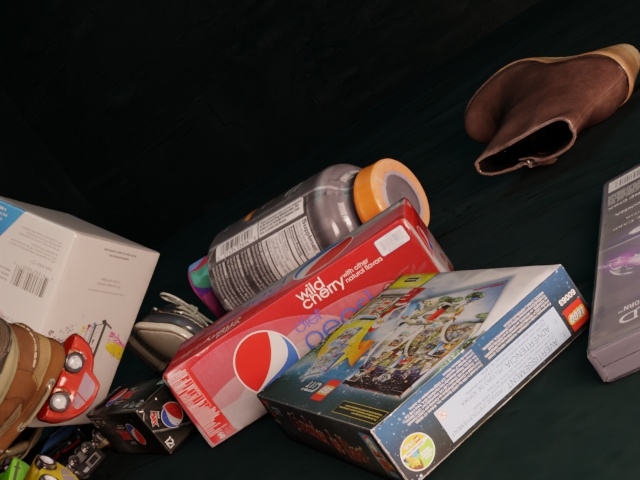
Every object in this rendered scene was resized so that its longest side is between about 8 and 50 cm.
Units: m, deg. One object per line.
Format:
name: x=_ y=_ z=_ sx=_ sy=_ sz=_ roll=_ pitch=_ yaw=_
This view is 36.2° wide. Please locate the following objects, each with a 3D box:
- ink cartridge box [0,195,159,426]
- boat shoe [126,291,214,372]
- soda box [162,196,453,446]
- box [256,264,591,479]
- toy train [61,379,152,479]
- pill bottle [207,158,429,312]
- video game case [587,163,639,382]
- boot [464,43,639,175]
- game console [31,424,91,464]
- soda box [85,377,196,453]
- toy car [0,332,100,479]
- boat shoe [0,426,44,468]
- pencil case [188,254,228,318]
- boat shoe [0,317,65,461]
ink cartridge box: x=-0.340 y=0.086 z=1.183 sx=0.168 sy=0.171 sz=0.233 roll=19 pitch=-89 yaw=-63
boat shoe: x=-0.190 y=0.120 z=1.279 sx=0.079 sy=0.095 sz=0.254 roll=-52 pitch=6 yaw=-22
soda box: x=-0.010 y=0.072 z=0.876 sx=0.263 sy=0.083 sz=0.092 roll=-33 pitch=9 yaw=12
box: x=0.059 y=0.084 z=0.679 sx=0.159 sy=0.044 sz=0.233 roll=-38 pitch=9 yaw=-18
toy train: x=-0.232 y=0.215 z=1.110 sx=0.027 sy=0.036 sz=0.158 roll=-39 pitch=7 yaw=44
pill bottle: x=0.000 y=0.000 z=1.059 sx=0.245 sy=0.130 sz=0.130 roll=-28 pitch=12 yaw=38
video game case: x=0.257 y=-0.028 z=0.591 sx=0.196 sy=0.026 sz=0.274 roll=-31 pitch=11 yaw=27
boot: x=0.213 y=-0.131 z=1.065 sx=0.248 sy=0.090 sz=0.207 roll=-20 pitch=16 yaw=48
game console: x=-0.351 y=0.226 z=1.329 sx=0.124 sy=0.085 sz=0.144 roll=-35 pitch=9 yaw=0
soda box: x=-0.183 y=0.183 z=1.013 sx=0.053 sy=0.060 sz=0.169 roll=-44 pitch=12 yaw=-29
toy car: x=-0.300 y=0.244 z=1.035 sx=0.225 sy=0.053 sz=0.239 roll=-47 pitch=29 yaw=34
boat shoe: x=-0.452 y=0.267 z=1.395 sx=0.302 sy=0.109 sz=0.098 roll=-45 pitch=27 yaw=35
pencil case: x=-0.067 y=0.013 z=1.348 sx=0.236 sy=0.104 sz=0.104 roll=-35 pitch=9 yaw=3
boat shoe: x=-0.378 y=0.210 z=1.018 sx=0.324 sy=0.123 sz=0.119 roll=-46 pitch=-34 yaw=21
